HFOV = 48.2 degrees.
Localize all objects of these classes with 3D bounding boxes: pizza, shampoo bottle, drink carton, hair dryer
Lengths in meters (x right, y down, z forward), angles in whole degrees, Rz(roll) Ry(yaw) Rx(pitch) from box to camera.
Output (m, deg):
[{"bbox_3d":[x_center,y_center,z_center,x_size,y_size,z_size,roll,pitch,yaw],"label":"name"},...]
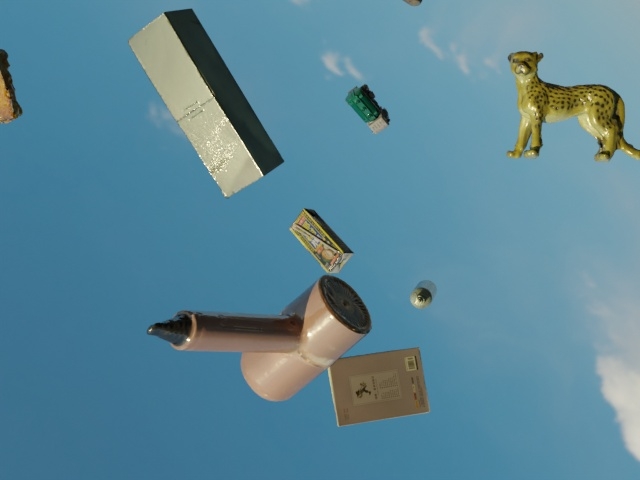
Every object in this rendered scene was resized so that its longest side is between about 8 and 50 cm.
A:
[{"bbox_3d":[-0.600,-0.265,1.329,0.131,0.178,0.041,23,-164,20],"label":"pizza"},{"bbox_3d":[0.248,0.136,1.747,0.056,0.056,0.195,47,-165,6],"label":"shampoo bottle"},{"bbox_3d":[0.000,0.000,1.756,0.166,0.071,0.056,47,-157,26],"label":"drink carton"},{"bbox_3d":[-0.098,0.126,0.928,0.344,0.189,0.107,14,-139,-51],"label":"hair dryer"}]

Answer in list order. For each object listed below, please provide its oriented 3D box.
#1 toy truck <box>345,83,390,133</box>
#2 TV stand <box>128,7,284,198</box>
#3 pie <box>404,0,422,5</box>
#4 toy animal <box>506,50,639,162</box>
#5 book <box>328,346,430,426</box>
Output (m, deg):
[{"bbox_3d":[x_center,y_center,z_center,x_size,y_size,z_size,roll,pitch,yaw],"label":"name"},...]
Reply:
[{"bbox_3d":[0.072,-0.200,1.093,0.083,0.039,0.044,43,-155,-31],"label":"toy truck"},{"bbox_3d":[-0.167,-0.204,1.070,0.269,0.083,0.088,58,-153,-7],"label":"TV stand"},{"bbox_3d":[0.217,-0.727,1.930,0.195,0.046,0.195,28,-126,-47],"label":"pie"},{"bbox_3d":[0.329,-0.171,0.928,0.181,0.136,0.073,4,-174,4],"label":"toy animal"},{"bbox_3d":[0.110,0.275,1.349,0.181,0.014,0.127,-7,-104,-8],"label":"book"}]
